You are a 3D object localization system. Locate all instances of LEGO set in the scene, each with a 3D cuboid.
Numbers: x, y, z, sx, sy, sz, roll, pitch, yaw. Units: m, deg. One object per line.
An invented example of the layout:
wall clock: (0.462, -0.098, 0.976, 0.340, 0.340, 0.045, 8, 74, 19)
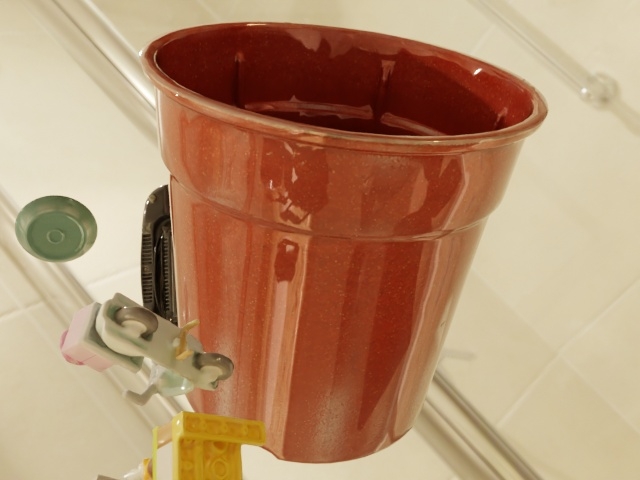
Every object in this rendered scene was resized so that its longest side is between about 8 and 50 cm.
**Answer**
LEGO set: (-0.104, 0.169, 0.321, 0.107, 0.132, 0.287, -35, 28, 40)

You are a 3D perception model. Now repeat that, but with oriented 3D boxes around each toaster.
toaster: (-0.121, 0.048, 0.868, 0.129, 0.227, 0.146, -7, -14, 8)

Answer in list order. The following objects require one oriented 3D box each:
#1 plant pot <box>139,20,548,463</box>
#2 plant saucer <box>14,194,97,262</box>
plant pot: (0.000, 0.000, 0.576, 0.272, 0.272, 0.265, -27, -47, -48)
plant saucer: (-0.396, -0.011, 1.150, 0.119, 0.021, 0.119, -7, -56, -11)
